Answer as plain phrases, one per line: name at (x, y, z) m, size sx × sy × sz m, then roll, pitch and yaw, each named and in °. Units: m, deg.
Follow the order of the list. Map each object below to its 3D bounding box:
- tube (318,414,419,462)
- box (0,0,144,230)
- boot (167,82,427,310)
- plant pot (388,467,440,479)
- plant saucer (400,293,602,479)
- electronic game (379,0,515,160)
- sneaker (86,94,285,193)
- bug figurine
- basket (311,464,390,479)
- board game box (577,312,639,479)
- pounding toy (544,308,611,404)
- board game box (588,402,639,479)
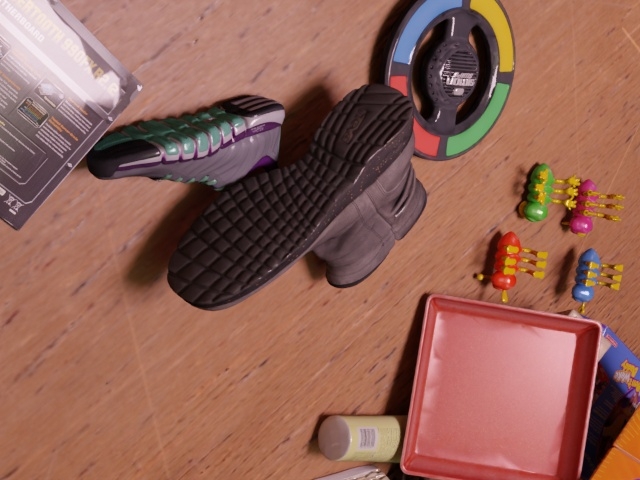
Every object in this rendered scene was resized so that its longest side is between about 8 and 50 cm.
tube at (0.095, 0.289, 1.167) m, size 0.070 × 0.062 × 0.240 m, roll -34°, pitch 148°, yaw 33°
box at (-0.296, -0.148, 0.694) m, size 0.183 × 0.056 × 0.231 m, roll -53°, pitch 130°, yaw -10°
boot at (0.000, 0.000, 0.921) m, size 0.338 × 0.118 × 0.223 m, roll -38°, pitch 148°, yaw -13°
plant pot at (0.188, 0.417, 1.223) m, size 0.165 × 0.167 × 0.167 m, roll 21°, pitch 94°, yaw -33°
plant saucer at (0.258, 0.223, 1.164) m, size 0.258 × 0.048 × 0.259 m, roll 9°, pitch 89°, yaw -1°
electronic game at (0.166, -0.214, 1.027) m, size 0.229 × 0.048 × 0.229 m, roll -15°, pitch 116°, yaw -33°
sneaker at (-0.128, -0.078, 0.835) m, size 0.223 × 0.083 × 0.098 m, roll -21°, pitch 124°, yaw -31°
bug figurine at (0.366, -0.001, 1.247) m, size 0.279 × 0.072 × 0.216 m, roll 10°, pitch 94°, yaw -35°
basket at (0.037, 0.403, 1.131) m, size 0.167 × 0.103 × 0.113 m, roll -4°, pitch 108°, yaw -35°
board game box at (0.498, 0.308, 1.462) m, size 0.347 × 0.078 × 0.233 m, roll 38°, pitch 83°, yaw -40°
pounding toy at (0.329, 0.216, 1.283) m, size 0.094 × 0.181 × 0.206 m, roll 43°, pitch 77°, yaw 1°
board game box at (0.579, 0.456, 1.212) m, size 0.356 × 0.356 × 0.356 m, roll -50°, pitch 154°, yaw -14°
